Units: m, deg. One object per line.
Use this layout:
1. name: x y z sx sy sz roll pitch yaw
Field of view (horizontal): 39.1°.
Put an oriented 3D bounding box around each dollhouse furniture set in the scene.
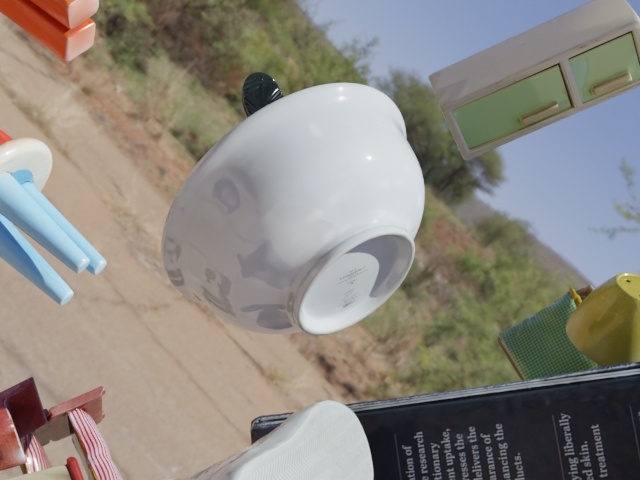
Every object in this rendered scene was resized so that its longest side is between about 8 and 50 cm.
1. dollhouse furniture set: -0.283 0.260 1.027 0.201 0.152 0.374 62 -23 19
2. dollhouse furniture set: 0.451 0.225 1.533 0.302 0.197 0.151 60 5 24

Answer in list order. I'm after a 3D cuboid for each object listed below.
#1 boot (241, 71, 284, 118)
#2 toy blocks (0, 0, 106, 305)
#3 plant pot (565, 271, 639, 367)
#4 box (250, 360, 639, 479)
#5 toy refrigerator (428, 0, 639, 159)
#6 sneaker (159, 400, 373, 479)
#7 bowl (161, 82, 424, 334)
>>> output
1. boot: -0.062 -0.108 0.981 0.099 0.045 0.121 127 -55 -65
2. toy blocks: -0.119 -0.060 0.314 0.148 0.123 0.054 41 24 6
3. plant pot: 0.406 0.100 1.191 0.134 0.095 0.134 11 30 -7
4. box: 0.225 0.334 1.104 0.480 0.471 0.298 33 50 -68
5. toy refrigerator: 0.293 -0.216 1.201 0.094 0.269 0.102 -99 162 -49
6. sneaker: -0.071 0.216 0.776 0.292 0.169 0.108 5 67 -66
7. bowl: 0.000 0.000 0.909 0.134 0.298 0.298 51 8 32
